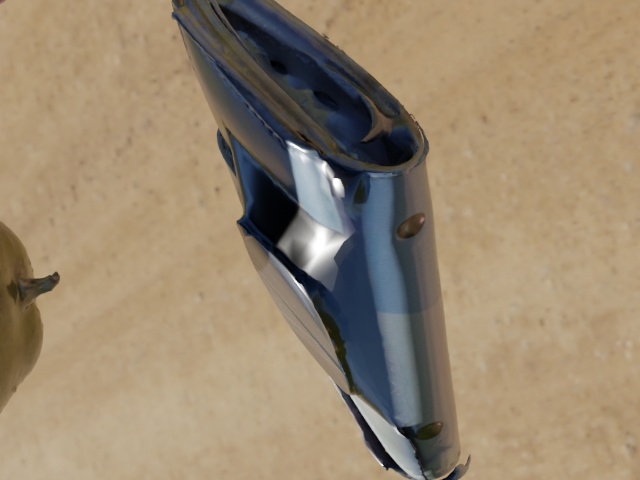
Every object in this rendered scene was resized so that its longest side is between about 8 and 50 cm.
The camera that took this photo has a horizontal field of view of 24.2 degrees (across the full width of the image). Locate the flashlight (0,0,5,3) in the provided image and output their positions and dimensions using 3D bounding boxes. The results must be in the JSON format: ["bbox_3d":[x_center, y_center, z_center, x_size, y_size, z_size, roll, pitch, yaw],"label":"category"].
[{"bbox_3d":[-0.179,-0.069,0.586,0.093,0.200,0.047,-27,114,27],"label":"flashlight"}]

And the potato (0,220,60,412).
[{"bbox_3d":[-0.247,0.062,0.738,0.174,0.251,0.159,72,174,-84],"label":"potato"}]

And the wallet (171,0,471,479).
[{"bbox_3d":[0.000,0.000,0.681,0.170,0.069,0.231,50,163,39],"label":"wallet"}]
